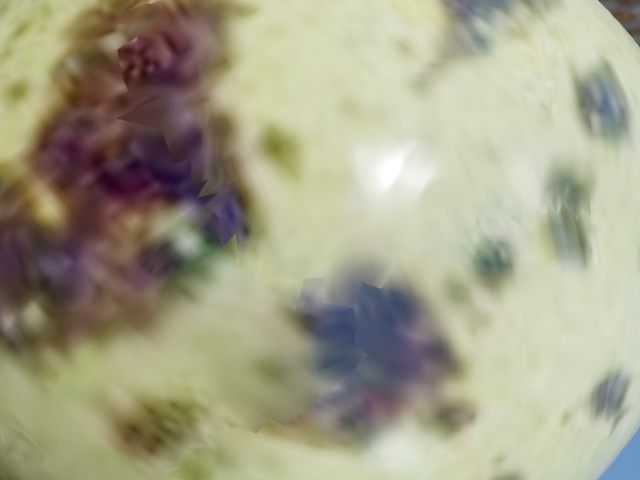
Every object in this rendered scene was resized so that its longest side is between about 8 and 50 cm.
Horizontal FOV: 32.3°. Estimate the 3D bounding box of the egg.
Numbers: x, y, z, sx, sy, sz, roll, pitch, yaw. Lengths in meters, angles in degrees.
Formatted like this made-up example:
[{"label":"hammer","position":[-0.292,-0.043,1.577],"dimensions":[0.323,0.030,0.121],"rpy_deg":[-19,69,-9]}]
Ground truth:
[{"label":"egg","position":[0.000,0.000,0.546],"dimensions":[0.345,0.428,0.345],"rpy_deg":[18,-66,45]}]
